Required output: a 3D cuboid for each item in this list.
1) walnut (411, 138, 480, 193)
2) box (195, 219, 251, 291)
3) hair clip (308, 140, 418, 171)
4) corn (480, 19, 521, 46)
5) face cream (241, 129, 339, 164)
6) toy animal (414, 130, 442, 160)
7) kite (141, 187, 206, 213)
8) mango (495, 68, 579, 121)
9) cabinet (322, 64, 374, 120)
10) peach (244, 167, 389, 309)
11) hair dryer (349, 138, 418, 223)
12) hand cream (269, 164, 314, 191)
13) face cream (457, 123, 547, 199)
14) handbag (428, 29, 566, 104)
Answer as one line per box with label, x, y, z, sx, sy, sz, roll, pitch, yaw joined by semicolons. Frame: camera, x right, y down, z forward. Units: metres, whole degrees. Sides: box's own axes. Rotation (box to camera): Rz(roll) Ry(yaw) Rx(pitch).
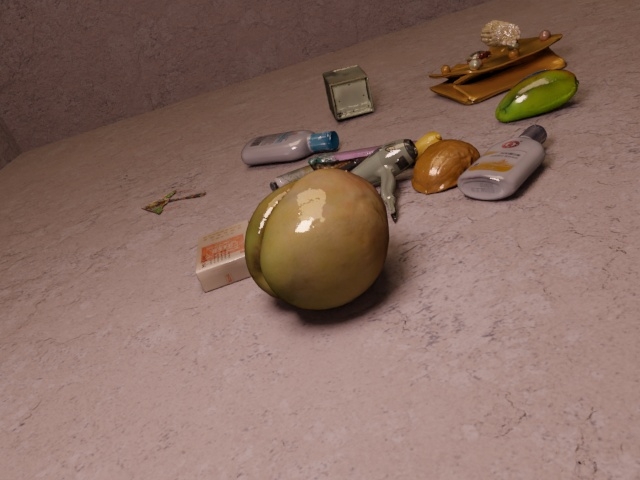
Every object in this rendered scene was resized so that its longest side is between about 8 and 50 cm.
walnut;0.309;-0.201;1.465;0.167;0.087;0.211;6;36;39
box;-0.221;0.032;1.399;0.141;0.058;0.201;-19;27;0
hair clip;0.141;-0.242;1.678;0.359;0.110;0.095;-18;66;-7
corn;0.579;-0.670;1.907;0.087;0.087;0.211;-15;19;7
face cream;-0.097;-0.315;1.955;0.337;0.080;0.163;-2;30;30
toy animal;0.253;-0.238;1.589;0.159;0.070;0.083;-24;-12;10
kite;-0.485;-0.134;1.947;0.244;0.006;0.198;-11;27;16
mango;0.599;-0.406;1.647;0.233;0.111;0.125;-23;12;19
cabinet;0.102;-0.548;2.190;0.145;0.150;0.206;-13;27;0
peach;-0.001;0.000;1.118;0.292;0.247;0.292;-25;6;3
hair dryer;0.120;-0.131;1.476;0.229;0.092;0.267;-15;41;40
hand cream;-0.065;-0.195;1.752;0.195;0.042;0.067;-29;27;-29
face cream;0.444;-0.187;1.367;0.144;0.071;0.291;10;38;45
handbag;0.594;-0.597;2.008;0.401;0.133;0.283;-24;22;-11
